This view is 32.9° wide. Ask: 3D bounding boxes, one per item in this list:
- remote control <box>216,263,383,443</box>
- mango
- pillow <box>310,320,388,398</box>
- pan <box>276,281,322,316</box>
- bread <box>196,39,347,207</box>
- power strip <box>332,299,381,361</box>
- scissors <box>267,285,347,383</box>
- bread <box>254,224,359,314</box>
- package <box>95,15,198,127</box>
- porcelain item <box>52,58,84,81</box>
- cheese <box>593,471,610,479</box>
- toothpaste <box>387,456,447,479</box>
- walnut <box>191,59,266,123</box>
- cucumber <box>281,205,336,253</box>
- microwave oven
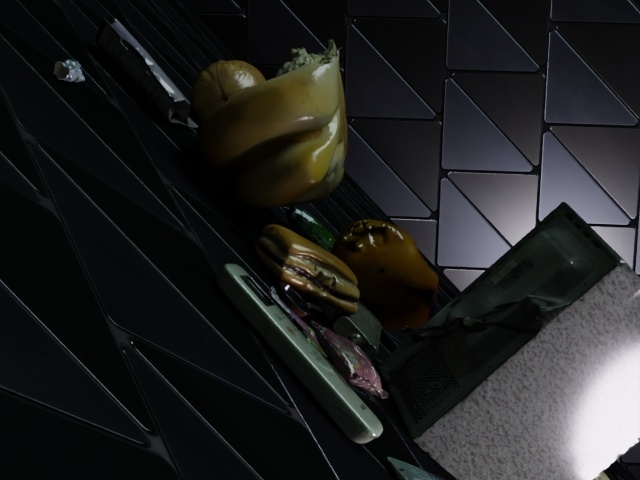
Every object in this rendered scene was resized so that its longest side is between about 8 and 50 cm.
[{"bbox_3d":[-0.030,0.152,1.465,0.309,0.038,0.090,48,9,9],"label":"remote control"},{"bbox_3d":[0.122,0.068,2.099,0.287,0.201,0.152,49,39,-46],"label":"mango"},{"bbox_3d":[0.041,0.175,1.560,0.118,0.043,0.185,52,6,25],"label":"pillow"},{"bbox_3d":[-0.034,0.102,1.704,0.115,0.023,0.068,30,18,-53],"label":"pan"},{"bbox_3d":[-0.043,-0.198,1.986,0.245,0.329,0.424,48,3,1],"label":"bread"},{"bbox_3d":[0.066,0.155,1.909,0.092,0.034,0.268,47,9,-2],"label":"power strip"},{"bbox_3d":[-0.017,0.144,1.615,0.187,0.020,0.133,50,6,-3],"label":"scissors"},{"bbox_3d":[-0.014,0.048,1.817,0.200,0.077,0.116,30,4,-38],"label":"bread"},{"bbox_3d":[-0.325,-0.300,2.022,0.204,0.062,0.251,48,-4,9],"label":"package"},{"bbox_3d":[-0.379,-0.255,1.636,0.036,0.028,0.083,64,7,-3],"label":"porcelain item"},{"bbox_3d":[0.448,0.463,2.002,0.093,0.159,0.263,-12,53,-42],"label":"cheese"},{"bbox_3d":[0.169,0.355,1.533,0.233,0.038,0.060,35,11,-43],"label":"toothpaste"},{"bbox_3d":[-0.190,-0.302,2.279,0.165,0.165,0.197,45,6,-12],"label":"walnut"},{"bbox_3d":[0.000,0.000,2.215,0.250,0.056,0.056,46,9,-25],"label":"cucumber"},{"bbox_3d":[0.369,0.209,1.816,0.374,0.432,0.236,42,10,-25],"label":"microwave oven"}]
